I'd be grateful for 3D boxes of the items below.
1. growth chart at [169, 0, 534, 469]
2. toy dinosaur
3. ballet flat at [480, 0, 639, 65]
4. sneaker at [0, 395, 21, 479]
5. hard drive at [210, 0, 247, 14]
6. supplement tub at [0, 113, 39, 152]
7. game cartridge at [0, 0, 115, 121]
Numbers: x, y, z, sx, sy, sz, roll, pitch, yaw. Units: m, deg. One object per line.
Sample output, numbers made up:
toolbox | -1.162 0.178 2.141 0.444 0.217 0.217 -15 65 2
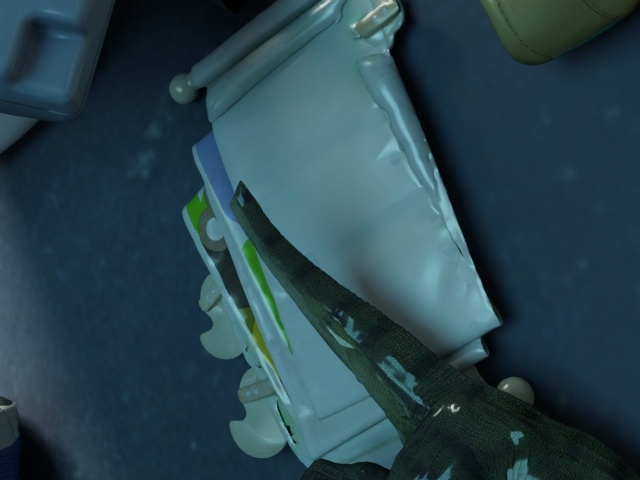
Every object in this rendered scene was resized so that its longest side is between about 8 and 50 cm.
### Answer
growth chart | 0.000 0.000 0.515 0.172 0.021 0.237 -23 80 37
toy dinosaur | 0.049 0.098 0.448 0.268 0.064 0.118 36 109 15
ballet flat | 0.038 -0.166 0.439 0.073 0.080 0.232 -48 65 43
sneaker | -0.297 0.206 0.695 0.330 0.129 0.147 -24 77 36
hard drive | -0.098 -0.164 0.532 0.135 0.094 0.022 35 84 30
supplement tub | -0.288 -0.190 0.588 0.228 0.228 0.316 -32 75 35
game cartridge | -0.210 -0.169 0.440 0.297 0.062 0.198 13 72 2
